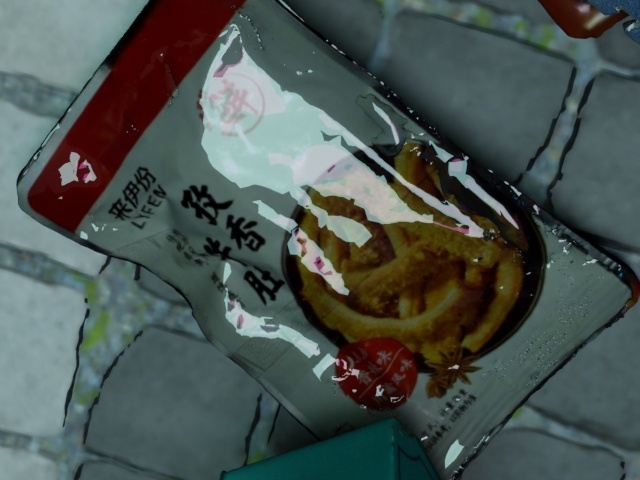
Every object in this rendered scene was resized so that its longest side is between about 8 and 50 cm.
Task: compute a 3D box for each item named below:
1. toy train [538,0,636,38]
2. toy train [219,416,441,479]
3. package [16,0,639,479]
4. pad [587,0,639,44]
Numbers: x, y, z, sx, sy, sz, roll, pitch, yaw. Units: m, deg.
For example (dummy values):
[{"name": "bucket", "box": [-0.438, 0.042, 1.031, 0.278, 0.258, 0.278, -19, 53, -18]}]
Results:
[{"name": "toy train", "box": [0.118, -0.227, 0.656, 0.369, 0.163, 0.232, -33, 112, 19]}, {"name": "toy train", "box": [0.025, 0.173, 0.794, 0.107, 0.154, 0.198, -20, 120, 14]}, {"name": "package", "box": [0.000, 0.000, 0.813, 0.239, 0.030, 0.154, 39, 114, -7]}, {"name": "pad", "box": [0.199, -0.145, 0.604, 0.269, 0.012, 0.269, 37, 120, -22]}]
